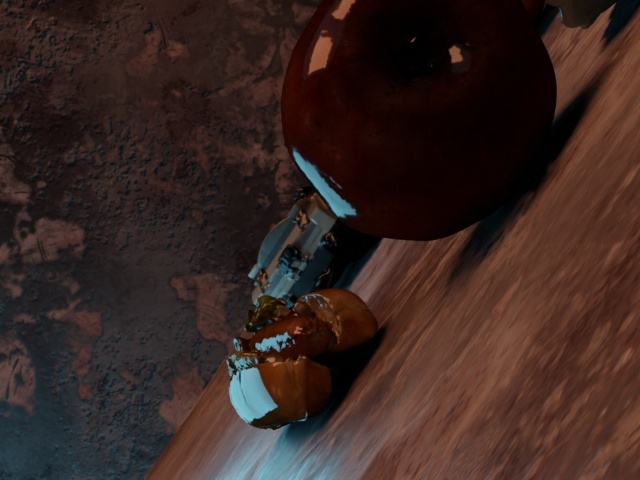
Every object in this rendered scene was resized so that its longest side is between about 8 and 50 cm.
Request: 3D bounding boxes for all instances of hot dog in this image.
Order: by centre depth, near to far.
[{"bbox_3d":[-0.034,0.112,1.774,0.135,0.100,0.337,-56,4,-11],"label":"hot dog"}]

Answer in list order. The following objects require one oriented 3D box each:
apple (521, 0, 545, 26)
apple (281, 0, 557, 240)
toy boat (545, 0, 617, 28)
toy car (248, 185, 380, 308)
[{"bbox_3d":[0.160,-0.256,2.156,0.293,0.163,0.251,-40,-1,14],"label":"apple"},{"bbox_3d":[0.076,-0.106,1.462,0.234,0.234,0.234,-55,3,5],"label":"apple"},{"bbox_3d":[0.236,-0.293,1.582,0.100,0.199,0.290,-14,16,21],"label":"toy boat"},{"bbox_3d":[-0.001,-0.001,2.365,0.193,0.118,0.301,-56,2,20],"label":"toy car"}]
